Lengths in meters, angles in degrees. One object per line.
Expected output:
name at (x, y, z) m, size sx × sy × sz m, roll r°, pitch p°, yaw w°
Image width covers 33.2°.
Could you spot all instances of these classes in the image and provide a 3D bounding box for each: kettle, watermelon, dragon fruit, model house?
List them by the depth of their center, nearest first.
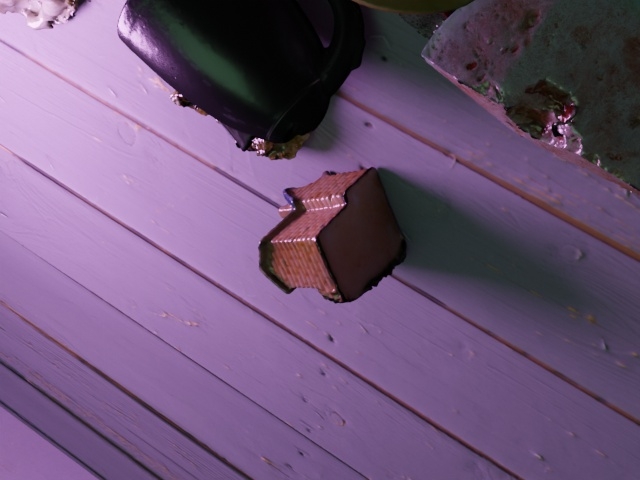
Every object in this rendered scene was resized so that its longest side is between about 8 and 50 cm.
watermelon at (0.299, -0.193, 1.247) m, size 0.322 × 0.188 × 0.175 m, roll 37°, pitch -174°, yaw 1°
dragon fruit at (0.147, -0.290, 1.347) m, size 0.083 × 0.056 × 0.060 m, roll 39°, pitch 144°, yaw 2°
kettle at (-0.087, -0.279, 1.463) m, size 0.290 × 0.207 × 0.268 m, roll 44°, pitch 104°, yaw 7°
model house at (0.000, 0.000, 1.636) m, size 0.172 × 0.183 × 0.166 m, roll 0°, pitch 122°, yaw 40°

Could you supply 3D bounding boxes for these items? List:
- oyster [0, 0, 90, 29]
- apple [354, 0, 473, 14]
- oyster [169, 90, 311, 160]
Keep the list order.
oyster at (-0.461, -0.414, 1.791) m, size 0.191 × 0.081 × 0.163 m, roll 14°, pitch 158°, yaw 14°
apple at (0.101, -0.379, 1.124) m, size 0.254 × 0.292 × 0.292 m, roll 36°, pitch 141°, yaw 2°
oyster at (-0.106, -0.215, 1.630) m, size 0.214 × 0.083 × 0.223 m, roll 41°, pitch 135°, yaw 2°
